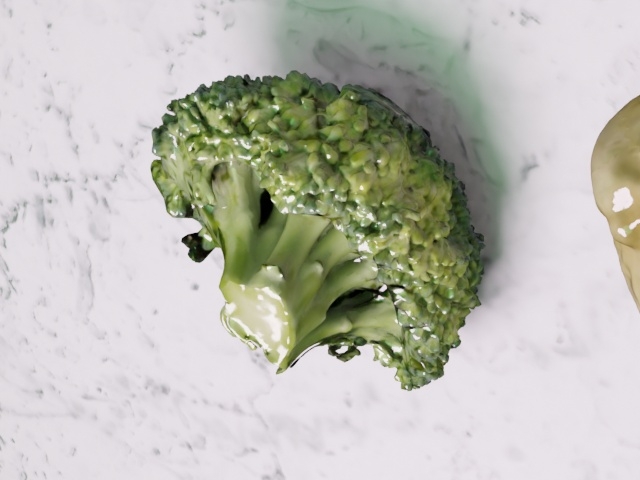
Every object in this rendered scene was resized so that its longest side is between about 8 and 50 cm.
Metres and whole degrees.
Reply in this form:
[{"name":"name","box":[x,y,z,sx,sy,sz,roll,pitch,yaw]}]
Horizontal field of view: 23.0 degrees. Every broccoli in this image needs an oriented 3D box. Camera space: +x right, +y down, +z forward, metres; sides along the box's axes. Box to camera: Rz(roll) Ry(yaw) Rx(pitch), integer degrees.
[{"name":"broccoli","box":[0.002,-0.001,1.014,0.198,0.176,0.226,2,103,43]}]

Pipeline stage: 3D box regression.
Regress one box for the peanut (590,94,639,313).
[{"name":"peanut","box":[0.259,0.049,0.803,0.313,0.152,0.152,50,136,8]}]
